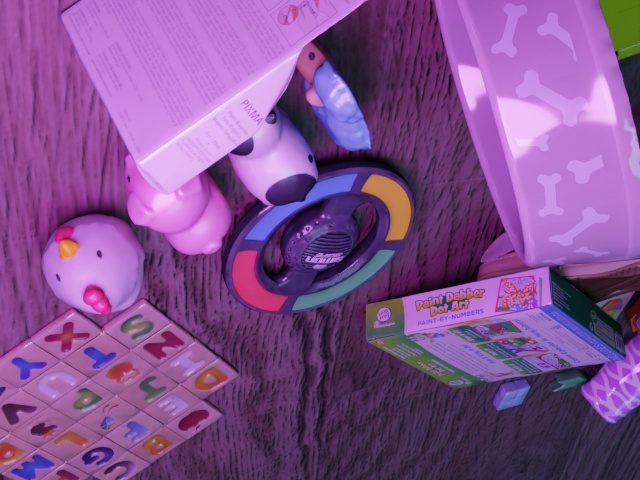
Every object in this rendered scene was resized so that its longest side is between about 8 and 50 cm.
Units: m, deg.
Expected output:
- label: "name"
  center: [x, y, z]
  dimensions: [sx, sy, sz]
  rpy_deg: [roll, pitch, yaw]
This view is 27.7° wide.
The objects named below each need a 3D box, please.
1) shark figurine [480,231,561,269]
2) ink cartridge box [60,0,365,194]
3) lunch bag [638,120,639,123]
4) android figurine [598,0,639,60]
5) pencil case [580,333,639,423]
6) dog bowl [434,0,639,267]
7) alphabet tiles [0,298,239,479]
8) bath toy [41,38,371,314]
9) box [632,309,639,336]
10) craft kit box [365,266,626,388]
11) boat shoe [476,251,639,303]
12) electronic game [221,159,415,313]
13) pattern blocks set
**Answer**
- label: "shark figurine"
  center: [0.249, -0.087, 1.480]
  dimensions: [0.116, 0.166, 0.278]
  rpy_deg: [6, 156, -6]
- label: "ink cartridge box"
  center: [-0.075, -0.173, 1.030]
  dimensions: [0.232, 0.189, 0.066]
  rpy_deg: [-32, 146, 2]
- label: "lunch bag"
  center: [0.556, -0.145, 1.590]
  dimensions: [0.221, 0.138, 0.293]
  rpy_deg: [-46, 151, 17]
- label: "android figurine"
  center: [0.343, -0.278, 1.300]
  dimensions: [0.273, 0.056, 0.248]
  rpy_deg: [-22, 147, -1]
- label: "pencil case"
  center: [0.494, 0.190, 1.984]
  dimensions: [0.206, 0.086, 0.088]
  rpy_deg: [-42, 172, 15]
- label: "dog bowl"
  center: [0.184, -0.134, 1.152]
  dimensions: [0.102, 0.348, 0.349]
  rpy_deg: [-16, 145, 3]
- label: "alphabet tiles"
  center: [-0.260, 0.193, 1.509]
  dimensions: [0.285, 0.011, 0.342]
  rpy_deg: [-34, 145, 6]
- label: "bath toy"
  center: [-0.117, -0.047, 1.213]
  dimensions: [0.348, 0.129, 0.151]
  rpy_deg: [-35, 111, 6]
- label: "box"
  center: [0.592, 0.069, 1.787]
  dimensions: [0.142, 0.154, 0.300]
  rpy_deg: [25, 114, -23]
- label: "craft kit box"
  center: [0.223, 0.116, 1.630]
  dimensions: [0.247, 0.061, 0.250]
  rpy_deg: [-16, 152, 27]
- label: "boat shoe"
  center: [0.351, 0.011, 1.638]
  dimensions: [0.341, 0.110, 0.121]
  rpy_deg: [-9, 157, -9]
- label: "electronic game"
  center: [0.000, 0.000, 1.423]
  dimensions: [0.229, 0.048, 0.229]
  rpy_deg: [-20, 144, -15]
- label: "pattern blocks set"
  center: [0.367, 0.127, 1.863]
  dimensions: [0.285, 0.026, 0.325]
  rpy_deg: [-17, 144, -17]
